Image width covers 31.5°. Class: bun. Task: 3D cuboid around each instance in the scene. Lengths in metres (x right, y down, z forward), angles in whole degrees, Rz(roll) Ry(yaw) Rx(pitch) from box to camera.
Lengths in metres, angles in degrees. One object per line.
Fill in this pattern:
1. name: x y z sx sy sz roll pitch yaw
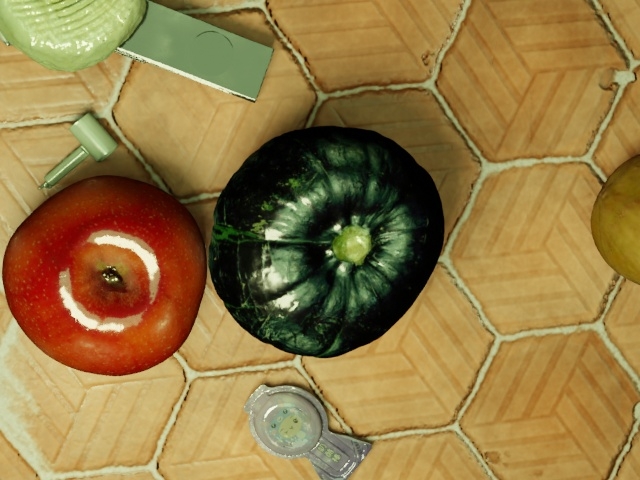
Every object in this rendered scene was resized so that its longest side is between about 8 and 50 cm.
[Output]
1. bun: -0.313 -0.309 1.413 0.195 0.118 0.195 0 91 -9

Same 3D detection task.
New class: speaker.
1. speaker: -0.177 -0.256 1.509 0.218 0.044 0.082 20 96 -9

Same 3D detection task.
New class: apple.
1. apple: -0.274 0.043 1.452 0.260 0.216 0.260 -1 92 -14

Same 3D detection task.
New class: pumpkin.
1. pumpkin: 0.000 0.000 1.481 0.315 0.238 0.315 -6 103 -26

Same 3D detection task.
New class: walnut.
1. walnut: 0.521 -0.015 1.553 0.298 0.203 0.203 12 98 -1

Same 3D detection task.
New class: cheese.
1. cheese: -0.024 0.275 1.615 0.191 0.042 0.105 36 95 -13

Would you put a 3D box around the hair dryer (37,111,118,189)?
1. hair dryer: -0.337 -0.111 1.524 0.124 0.038 0.063 -39 100 8

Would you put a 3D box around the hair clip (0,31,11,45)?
1. hair clip: -0.372 -0.314 1.478 0.172 0.049 0.116 -5 104 -8
